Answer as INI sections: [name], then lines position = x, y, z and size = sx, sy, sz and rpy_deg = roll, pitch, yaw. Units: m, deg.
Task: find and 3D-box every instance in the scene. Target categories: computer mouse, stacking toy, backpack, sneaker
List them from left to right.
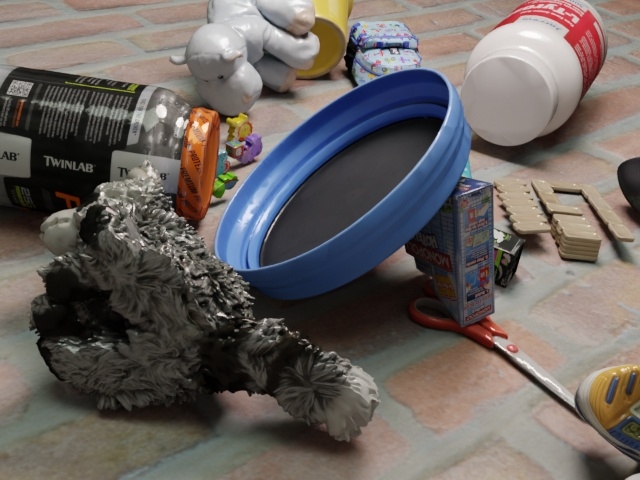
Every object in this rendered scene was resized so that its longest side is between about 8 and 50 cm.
[stacking toy]
position = -0.150, -0.139, 1.481
size = 0.167, 0.052, 0.221
rpy_deg = 30, 40, 33
[backpack]
position = 0.141, -0.377, 1.851
size = 0.158, 0.117, 0.173
rpy_deg = -1, 36, -13
[computer mouse]
position = 0.619, -0.062, 1.455
size = 0.272, 0.188, 0.072
rpy_deg = 19, 66, 23
[sneaker]
position = 0.423, 0.227, 0.977
size = 0.296, 0.112, 0.131
rpy_deg = 34, -9, 3

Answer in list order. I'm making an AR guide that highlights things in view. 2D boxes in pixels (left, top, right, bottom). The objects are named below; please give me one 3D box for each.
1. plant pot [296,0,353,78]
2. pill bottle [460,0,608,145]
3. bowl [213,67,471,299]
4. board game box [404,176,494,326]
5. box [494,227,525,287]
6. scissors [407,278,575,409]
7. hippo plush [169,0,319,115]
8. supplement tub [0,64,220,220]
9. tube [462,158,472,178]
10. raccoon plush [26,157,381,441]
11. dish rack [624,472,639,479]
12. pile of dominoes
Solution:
[plant pot]
position = -0.041, -0.481, 1.873
size = 0.253, 0.254, 0.239
rpy_deg = -1, 49, -14
[pill bottle]
position = 0.422, -0.340, 1.749
size = 0.228, 0.229, 0.408
rpy_deg = 20, 34, 18
[bowl]
position = 0.030, -0.077, 1.192
size = 0.391, 0.077, 0.391
rpy_deg = -31, 27, 18
[board game box]
position = 0.169, 0.008, 1.188
size = 0.060, 0.194, 0.194
rpy_deg = -19, 19, -21
[box]
position = 0.250, 0.020, 1.305
size = 0.083, 0.062, 0.052
rpy_deg = 23, 37, 21
[scissors]
position = 0.246, 0.132, 1.167
size = 0.297, 0.021, 0.109
rpy_deg = 28, 35, 31
[hippo plush]
position = -0.139, -0.368, 1.649
size = 0.234, 0.294, 0.237
rpy_deg = -5, 36, 20
[supplement tub]
position = -0.326, -0.132, 1.280
size = 0.337, 0.207, 0.207
rpy_deg = 8, 32, 1
[tube]
position = 0.226, -0.077, 1.468
size = 0.080, 0.052, 0.207
rpy_deg = 3, 42, 3
[raccoon plush]
position = -0.147, 0.082, 1.078
size = 0.446, 0.216, 0.299
rpy_deg = 34, 20, -7
[dish rack]
position = 0.395, 0.374, 0.777
size = 0.332, 0.072, 0.285
rpy_deg = 22, 34, 22
[pile of dominoes]
position = 0.396, -0.041, 1.478
size = 0.195, 0.040, 0.251
rpy_deg = 6, 24, -3
